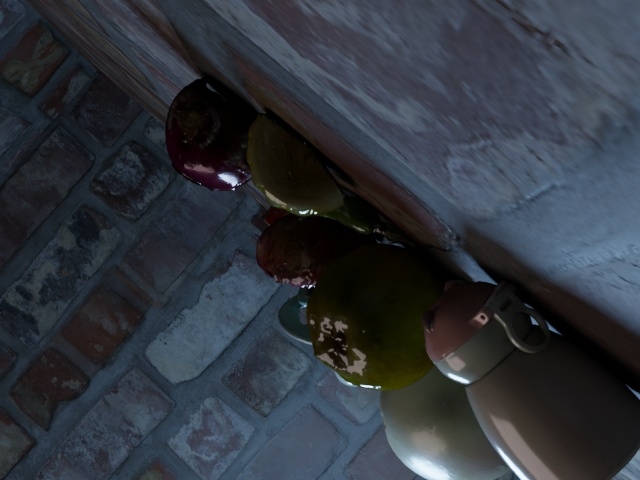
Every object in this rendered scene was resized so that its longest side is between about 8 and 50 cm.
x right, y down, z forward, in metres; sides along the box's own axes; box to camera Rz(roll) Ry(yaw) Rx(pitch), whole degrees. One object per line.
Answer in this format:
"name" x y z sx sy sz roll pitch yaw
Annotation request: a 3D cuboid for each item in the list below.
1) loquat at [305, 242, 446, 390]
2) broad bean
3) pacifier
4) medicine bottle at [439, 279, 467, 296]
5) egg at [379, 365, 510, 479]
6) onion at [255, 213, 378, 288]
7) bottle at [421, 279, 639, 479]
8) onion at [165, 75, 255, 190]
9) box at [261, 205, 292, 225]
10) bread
"loquat" 0.104 0.105 0.904 0.213 0.246 0.213 26 125 43
"broad bean" 0.008 -0.057 0.933 0.318 0.056 0.098 34 174 43
"pacifier" 0.076 0.204 1.397 0.344 0.269 0.288 2 -156 -1
"medicine bottle" 0.201 0.094 0.832 0.083 0.047 0.047 43 176 -34
"egg" 0.254 0.315 1.146 0.283 0.283 0.345 40 173 10
"onion" 0.000 0.000 1.065 0.230 0.163 0.230 1 -172 0
"bottle" 0.209 0.142 0.656 0.236 0.147 0.147 47 178 10
"onion" -0.150 -0.137 0.935 0.173 0.135 0.198 41 180 33
"box" -0.019 -0.019 1.364 0.182 0.099 0.133 40 177 -28
"bread" -0.038 -0.084 0.800 0.157 0.094 0.083 32 173 -1
